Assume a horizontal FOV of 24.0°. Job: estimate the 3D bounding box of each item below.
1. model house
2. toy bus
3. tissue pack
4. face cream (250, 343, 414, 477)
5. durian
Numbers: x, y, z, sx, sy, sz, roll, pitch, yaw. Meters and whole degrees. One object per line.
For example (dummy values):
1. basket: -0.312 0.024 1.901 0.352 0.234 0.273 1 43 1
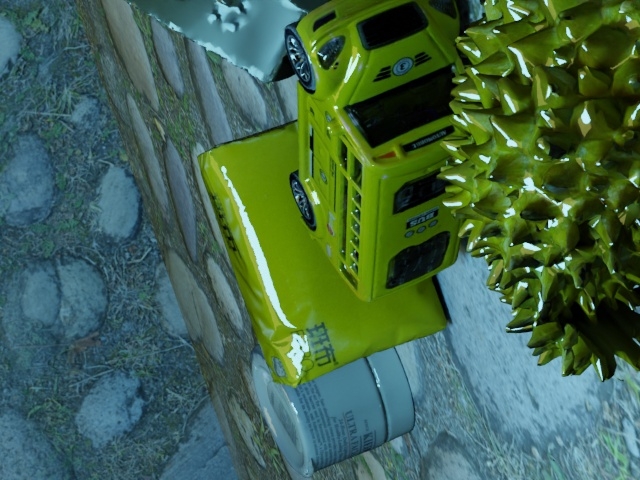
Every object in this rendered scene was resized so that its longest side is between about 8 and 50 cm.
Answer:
1. model house: -0.043 -0.309 1.400 0.211 0.204 0.243 31 115 5
2. toy bus: 0.063 -0.088 1.352 0.151 0.145 0.331 60 165 27
3. tissue pack: 0.000 0.000 1.595 0.134 0.192 0.271 -175 64 -75
4. face cream: 0.012 0.187 1.878 0.177 0.153 0.177 59 163 31
5. durian: 0.184 -0.052 0.787 0.258 0.258 0.293 63 -175 22
